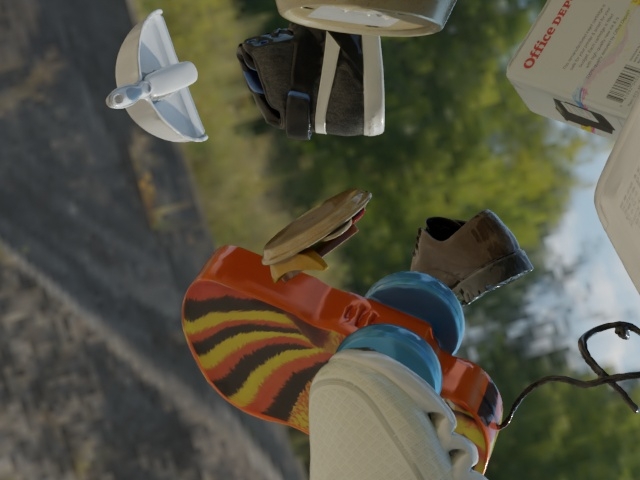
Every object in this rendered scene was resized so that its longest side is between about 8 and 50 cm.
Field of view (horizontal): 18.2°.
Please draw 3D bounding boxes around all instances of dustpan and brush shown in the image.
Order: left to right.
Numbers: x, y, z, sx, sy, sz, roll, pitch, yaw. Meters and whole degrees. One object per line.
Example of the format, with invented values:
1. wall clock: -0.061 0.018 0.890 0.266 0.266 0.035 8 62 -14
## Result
1. dustpan and brush: -0.176 -0.157 2.055 0.211 0.060 0.147 -29 101 -56

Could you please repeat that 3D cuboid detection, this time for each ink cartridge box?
1. ink cartridge box: 0.282 -0.164 1.856 0.175 0.127 0.072 24 -14 37

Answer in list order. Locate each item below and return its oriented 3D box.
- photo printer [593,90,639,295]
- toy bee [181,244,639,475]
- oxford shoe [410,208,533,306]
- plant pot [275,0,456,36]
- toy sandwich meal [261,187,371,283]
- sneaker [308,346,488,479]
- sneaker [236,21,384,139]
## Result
1. photo printer: 0.324 -0.078 1.445 0.256 0.107 0.307 -111 -146 -51
2. toy bee: 0.050 0.114 1.282 0.298 0.195 0.162 23 -59 29
3. oxford shoe: 0.128 0.023 2.032 0.227 0.083 0.096 -33 -99 54
4. plant pot: 0.043 -0.302 1.532 0.256 0.256 0.274 162 -67 -84
5. toy sandwich meal: 0.000 0.000 1.187 0.029 0.085 0.085 57 -4 -9
6. sneaker: 0.030 0.203 1.039 0.110 0.118 0.292 -7 -87 56
7. sneaker: -0.011 -0.183 1.680 0.079 0.121 0.217 91 -4 -55
